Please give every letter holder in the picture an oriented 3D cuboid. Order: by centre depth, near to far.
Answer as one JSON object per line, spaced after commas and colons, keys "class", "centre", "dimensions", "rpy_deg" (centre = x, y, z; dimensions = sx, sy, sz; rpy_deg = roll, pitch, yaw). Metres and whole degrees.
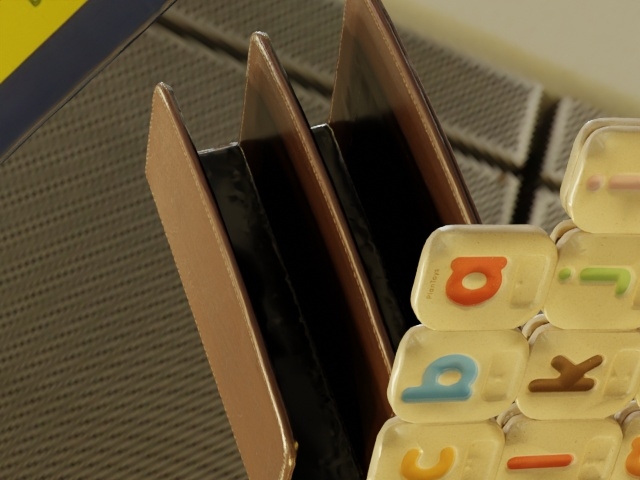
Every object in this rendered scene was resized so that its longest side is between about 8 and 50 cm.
{"class": "letter holder", "centre": [0.000, 0.000, 1.241], "dimensions": [0.152, 0.214, 0.302], "rpy_deg": [-13, -120, -15]}

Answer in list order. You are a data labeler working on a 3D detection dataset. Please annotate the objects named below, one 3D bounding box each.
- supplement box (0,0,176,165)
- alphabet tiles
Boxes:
{"class": "supplement box", "centre": [-0.214, -0.207, 0.779], "dimensions": [0.194, 0.195, 0.356], "rpy_deg": [-41, -75, 13]}
{"class": "alphabet tiles", "centre": [0.165, 0.064, 0.982], "dimensions": [0.278, 0.284, 0.021], "rpy_deg": [-1, -147, -20]}
